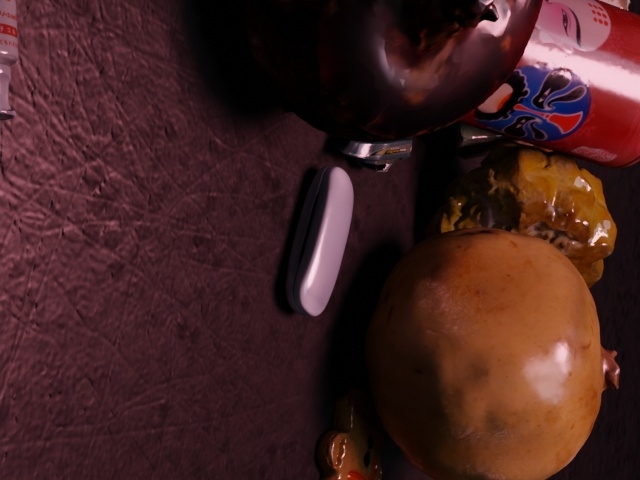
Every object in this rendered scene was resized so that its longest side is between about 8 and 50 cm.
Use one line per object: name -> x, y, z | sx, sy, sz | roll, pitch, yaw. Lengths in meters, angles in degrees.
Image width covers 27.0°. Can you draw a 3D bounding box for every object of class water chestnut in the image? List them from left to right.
water chestnut -> 0.081, -0.254, 1.352 | 0.350, 0.302, 0.351 | -14, 118, -27

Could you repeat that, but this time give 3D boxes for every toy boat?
toy boat -> 0.060, -0.114, 1.622 | 0.141, 0.055, 0.060 | -13, 128, -61

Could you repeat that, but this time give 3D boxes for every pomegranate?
pomegranate -> 0.216, 0.147, 1.678 | 0.332, 0.332, 0.333 | -13, 104, -61

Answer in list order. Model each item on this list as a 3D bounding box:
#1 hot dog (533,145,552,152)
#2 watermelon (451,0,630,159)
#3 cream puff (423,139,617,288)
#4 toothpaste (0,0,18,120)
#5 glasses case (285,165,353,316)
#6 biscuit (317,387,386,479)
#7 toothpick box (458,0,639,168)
hot dog -> 0.347, -0.186, 2.045 | 0.062, 0.236, 0.092 | -26, 77, -26
watermelon -> 0.270, -0.245, 1.869 | 0.302, 0.151, 0.264 | 1, 91, -26
cream puff -> 0.272, -0.027, 1.865 | 0.185, 0.281, 0.282 | -91, 162, -44
toothpaste -> -0.262, -0.209, 1.011 | 0.089, 0.057, 0.234 | 0, 85, -61
glasses case -> 0.000, 0.000, 1.531 | 0.067, 0.045, 0.179 | 45, 55, -55
biscuit -> 0.036, 0.301, 1.650 | 0.166, 0.036, 0.226 | 50, 51, -55
toothpick box -> 0.261, -0.225, 1.670 | 0.333, 0.204, 0.204 | 12, 80, -26
